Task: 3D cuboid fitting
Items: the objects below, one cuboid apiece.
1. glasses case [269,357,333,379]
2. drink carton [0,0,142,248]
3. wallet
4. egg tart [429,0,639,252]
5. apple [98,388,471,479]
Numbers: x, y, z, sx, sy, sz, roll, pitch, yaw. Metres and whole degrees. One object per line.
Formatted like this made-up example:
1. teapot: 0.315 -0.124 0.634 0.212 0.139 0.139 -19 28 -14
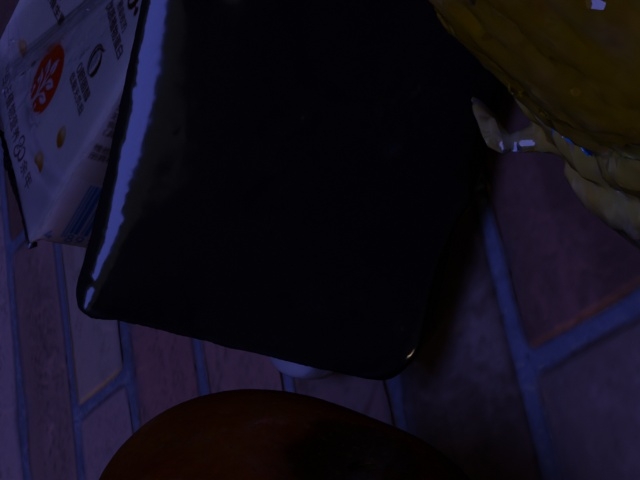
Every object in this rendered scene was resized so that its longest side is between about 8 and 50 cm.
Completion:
1. glasses case: 0.000 0.000 0.806 0.063 0.041 0.164 11 93 54
2. drink carton: -0.087 -0.158 0.884 0.324 0.132 0.194 -54 43 32
3. wallet: 0.005 -0.116 0.705 0.051 0.197 0.378 -86 9 -79
4. egg tart: 0.131 -0.169 0.465 0.388 0.169 0.388 -172 90 -75
5. apple: -0.006 0.181 0.642 0.230 0.230 0.230 -15 72 54
